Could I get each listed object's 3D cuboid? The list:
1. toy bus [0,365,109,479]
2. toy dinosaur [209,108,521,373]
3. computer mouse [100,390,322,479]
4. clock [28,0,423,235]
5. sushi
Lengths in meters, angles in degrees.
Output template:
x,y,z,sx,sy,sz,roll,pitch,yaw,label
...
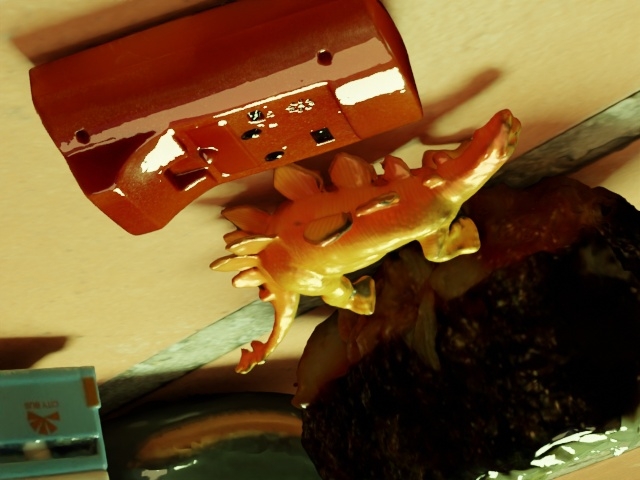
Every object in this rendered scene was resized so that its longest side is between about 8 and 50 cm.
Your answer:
x,y,z,sx,sy,sz,roll,pitch,yaw,label
-0.259,0.181,1.129,0.106,0.131,0.297,0,157,-38,toy bus
0.000,0.000,0.893,0.117,0.070,0.288,15,144,-36,toy dinosaur
-0.063,0.180,1.289,0.323,0.116,0.183,9,166,-20,computer mouse
-0.035,-0.058,0.706,0.155,0.061,0.113,-19,161,8,clock
0.112,0.087,1.062,0.196,0.182,0.343,-7,162,-34,sushi
